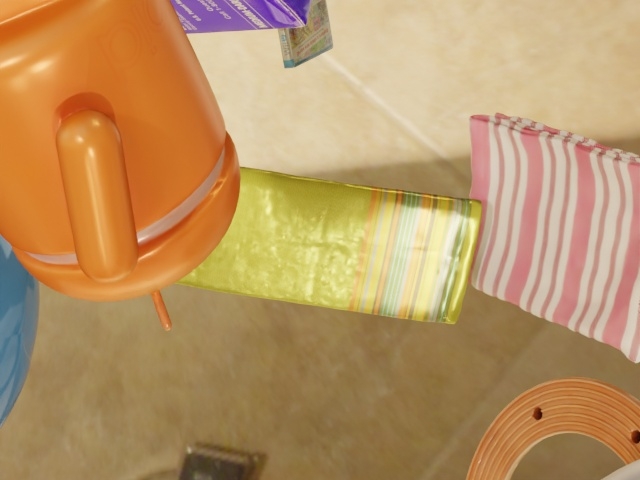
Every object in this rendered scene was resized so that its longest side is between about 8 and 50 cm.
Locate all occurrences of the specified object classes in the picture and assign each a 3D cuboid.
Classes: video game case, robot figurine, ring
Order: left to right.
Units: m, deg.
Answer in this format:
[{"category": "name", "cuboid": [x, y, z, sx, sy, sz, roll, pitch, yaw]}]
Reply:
[{"category": "robot figurine", "cuboid": [-0.115, -0.059, 0.613, 0.128, 0.158, 0.219, -47, 133, -27]}, {"category": "video game case", "cuboid": [-0.025, -0.273, 1.346, 0.015, 0.119, 0.166, -4, 106, 22]}, {"category": "ring", "cuboid": [0.272, 0.314, 1.361, 0.032, 0.337, 0.336, 8, 98, -36]}]

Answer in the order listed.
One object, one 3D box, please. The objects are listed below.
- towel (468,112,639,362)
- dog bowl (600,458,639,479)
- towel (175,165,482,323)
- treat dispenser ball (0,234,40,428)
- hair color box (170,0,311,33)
[{"category": "towel", "cuboid": [0.173, -0.006, 0.939, 0.029, 0.197, 0.144, -10, 112, -34]}, {"category": "dog bowl", "cuboid": [0.264, 0.257, 0.834, 0.265, 0.265, 0.104, -32, 117, -4]}, {"category": "towel", "cuboid": [0.000, 0.000, 0.974, 0.237, 0.021, 0.102, 8, 109, -8]}, {"category": "treat dispenser ball", "cuboid": [-0.309, 0.034, 0.746, 0.288, 0.288, 0.288, -2, 99, -10]}, {"category": "hair color box", "cuboid": [-0.158, -0.255, 0.960, 0.110, 0.339, 0.185, 35, 62, -53]}]
